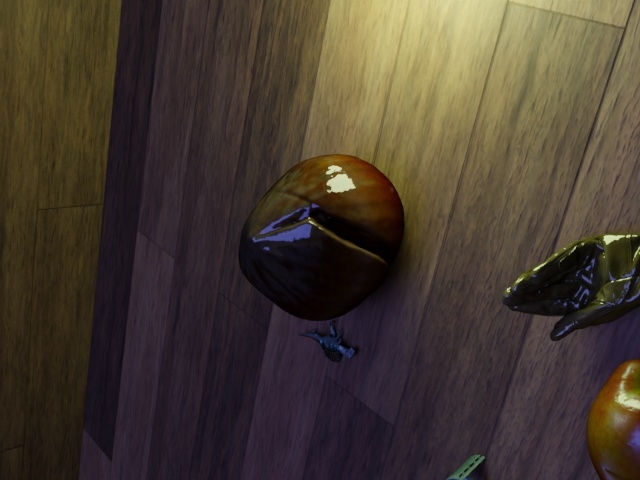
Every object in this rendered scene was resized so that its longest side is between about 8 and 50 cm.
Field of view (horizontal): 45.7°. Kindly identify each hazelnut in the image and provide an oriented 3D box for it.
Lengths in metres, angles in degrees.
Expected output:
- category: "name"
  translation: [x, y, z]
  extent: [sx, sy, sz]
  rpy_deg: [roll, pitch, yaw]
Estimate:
- category: "hazelnut"
  translation: [0.000, 0.000, 1.725]
  extent: [0.359, 0.359, 0.409]
  rpy_deg: [62, 143, 20]

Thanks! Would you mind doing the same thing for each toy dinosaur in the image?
- category: "toy dinosaur"
  translation: [0.018, 0.268, 1.954]
  extent: [0.187, 0.044, 0.106]
  rpy_deg: [-28, 91, 45]

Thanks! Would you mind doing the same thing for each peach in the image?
- category: "peach"
  translation: [0.561, 0.334, 1.241]
  extent: [0.245, 0.248, 0.275]
  rpy_deg: [-123, 20, -74]

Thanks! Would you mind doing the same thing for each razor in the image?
- category: "razor"
  translation: [0.367, 0.575, 1.603]
  extent: [0.232, 0.106, 0.068]
  rpy_deg: [52, 132, 13]

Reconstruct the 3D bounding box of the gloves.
- category: "gloves"
  translation: [0.483, 0.073, 1.337]
  extent: [0.331, 0.141, 0.154]
  rpy_deg: [-17, 110, 38]
